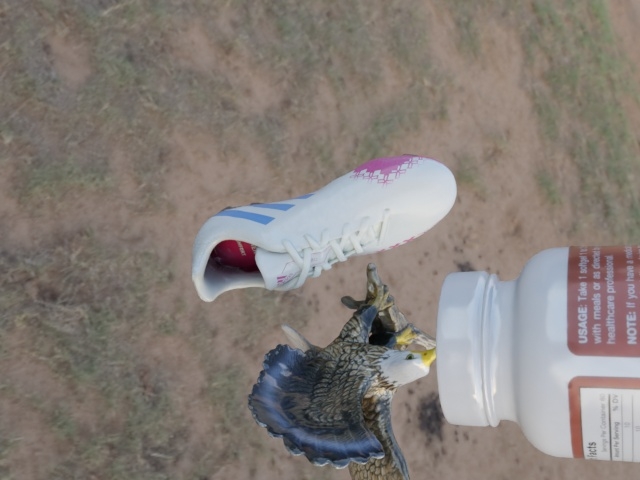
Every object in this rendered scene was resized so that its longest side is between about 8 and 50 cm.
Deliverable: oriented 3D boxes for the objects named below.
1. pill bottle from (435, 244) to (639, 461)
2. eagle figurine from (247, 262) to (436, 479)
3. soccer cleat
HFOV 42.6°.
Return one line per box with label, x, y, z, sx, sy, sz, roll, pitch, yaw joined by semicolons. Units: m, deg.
pill bottle;0.180;0.062;0.460;0.121;0.216;0.121;-1;90;-70
eagle figurine;0.042;0.174;0.885;0.226;0.225;0.298;18;49;3
soccer cleat;0.000;0.000;0.958;0.143;0.331;0.116;-78;148;-56
